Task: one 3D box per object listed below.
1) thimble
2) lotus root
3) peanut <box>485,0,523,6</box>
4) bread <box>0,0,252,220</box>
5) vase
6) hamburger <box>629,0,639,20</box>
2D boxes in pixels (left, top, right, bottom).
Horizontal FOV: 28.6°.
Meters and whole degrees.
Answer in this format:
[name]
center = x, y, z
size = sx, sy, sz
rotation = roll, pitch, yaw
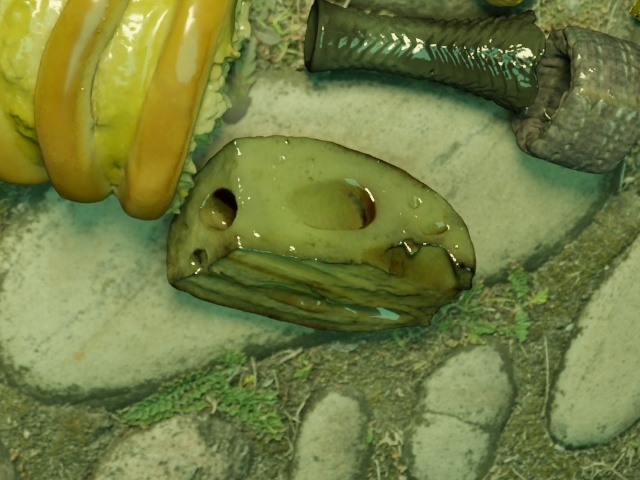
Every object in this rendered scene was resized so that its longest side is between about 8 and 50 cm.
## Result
[thimble]
center = 0.280, -0.151, 1.355
size = 0.098, 0.150, 0.150
rotation = 14, 111, -19
[lotus root]
center = 0.001, -0.006, 1.373
size = 0.314, 0.142, 0.210
rotation = 15, 148, -24
[peanut]
center = 0.167, -0.332, 1.277
size = 0.087, 0.087, 0.207
rotation = -28, 119, 1
[bread]
center = -0.200, -0.174, 1.197
size = 0.270, 0.211, 0.316
rotation = 17, 107, -19
[vase]
center = 0.105, -0.200, 1.318
size = 0.237, 0.115, 0.115
rotation = 5, 113, -13
[hamburger]
center = 0.433, -0.270, 1.364
size = 0.189, 0.093, 0.164
rotation = 11, 112, -16
